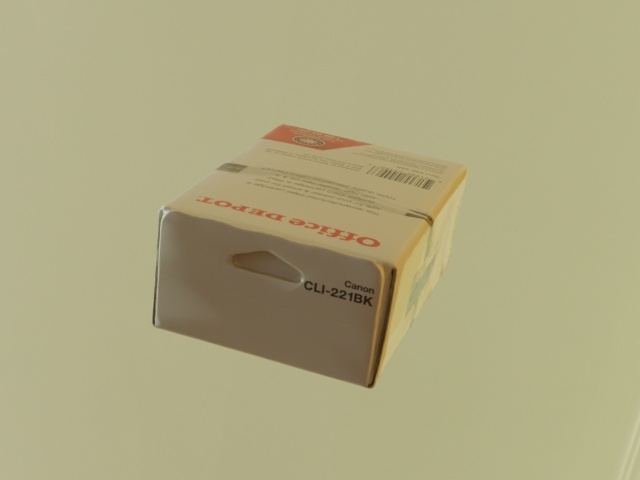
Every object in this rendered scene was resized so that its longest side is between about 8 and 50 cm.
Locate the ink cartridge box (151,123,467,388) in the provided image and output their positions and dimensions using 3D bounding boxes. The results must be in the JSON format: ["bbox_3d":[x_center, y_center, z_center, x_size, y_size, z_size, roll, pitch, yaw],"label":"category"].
[{"bbox_3d":[0.000,0.000,0.933,0.197,0.273,0.114,14,-67,15],"label":"ink cartridge box"}]
